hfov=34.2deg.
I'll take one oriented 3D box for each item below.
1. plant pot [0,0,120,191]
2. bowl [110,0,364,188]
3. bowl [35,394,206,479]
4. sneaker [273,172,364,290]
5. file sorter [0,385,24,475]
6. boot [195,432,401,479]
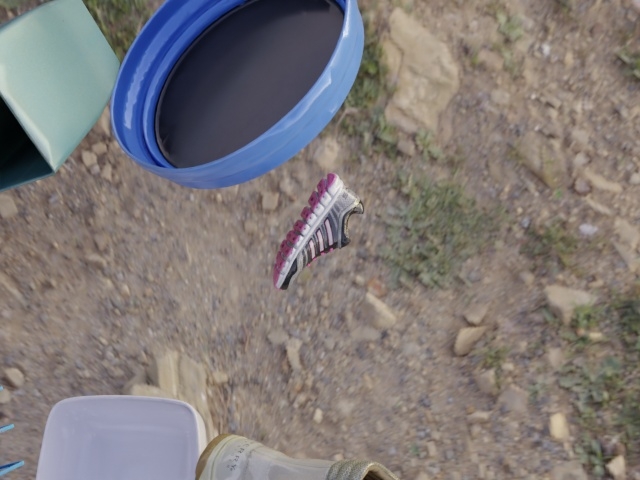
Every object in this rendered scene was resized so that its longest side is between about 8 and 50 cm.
[{"bbox_3d":[-0.361,-0.192,1.269,0.165,0.166,0.234,60,37,-25],"label":"plant pot"},{"bbox_3d":[-0.115,-0.241,1.448,0.391,0.077,0.391,-18,52,24],"label":"bowl"},{"bbox_3d":[-0.157,0.201,0.851,0.142,0.053,0.142,-1,73,15],"label":"bowl"},{"bbox_3d":[0.000,0.000,1.367,0.075,0.063,0.170,30,95,-17],"label":"sneaker"},{"bbox_3d":[-0.356,0.240,1.021,0.118,0.104,0.170,-17,87,12],"label":"file sorter"},{"bbox_3d":[0.012,0.240,0.783,0.077,0.165,0.213,-48,124,-41],"label":"boot"}]
